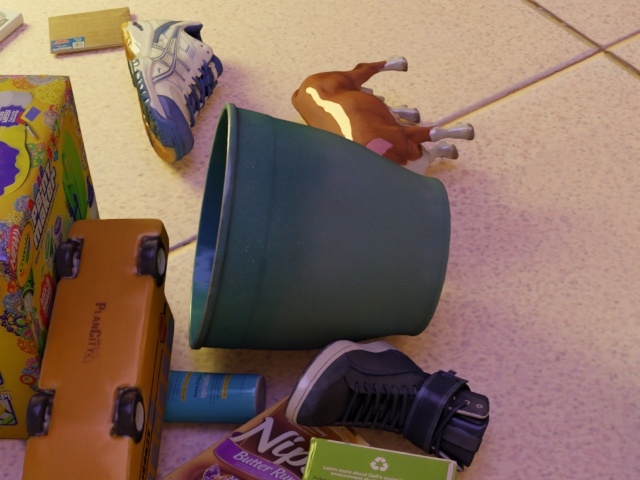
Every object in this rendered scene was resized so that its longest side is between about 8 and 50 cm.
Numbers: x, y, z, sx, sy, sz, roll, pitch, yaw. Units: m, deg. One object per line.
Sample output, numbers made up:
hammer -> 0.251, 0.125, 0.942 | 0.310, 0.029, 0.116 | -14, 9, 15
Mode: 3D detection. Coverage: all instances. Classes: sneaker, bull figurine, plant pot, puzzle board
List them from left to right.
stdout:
puzzle board -> -0.355, -0.323, 1.795 | 0.128, 0.011, 0.096 | -9, 46, -7
sneaker -> -0.196, -0.227, 1.619 | 0.131, 0.112, 0.296 | -11, 46, -9
plant pot -> 0.000, 0.000, 1.286 | 0.255, 0.271, 0.271 | 8, 43, -10
bull figurine -> 0.079, -0.132, 1.521 | 0.188, 0.101, 0.310 | -16, 48, -20
sneaker -> 0.078, 0.171, 1.165 | 0.163, 0.086, 0.226 | 32, 19, 26

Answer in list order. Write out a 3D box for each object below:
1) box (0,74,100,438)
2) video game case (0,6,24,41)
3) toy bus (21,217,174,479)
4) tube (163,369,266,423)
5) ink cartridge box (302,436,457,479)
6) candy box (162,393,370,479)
box -> -0.361, 0.016, 1.255 | 0.177, 0.279, 0.290 | 1, 45, 3
video game case -> -0.584, -0.316, 1.787 | 0.173, 0.022, 0.190 | 18, 48, 20
toy bus -> -0.217, 0.140, 1.182 | 0.108, 0.130, 0.332 | -2, 55, 7
tube -> -0.164, 0.169, 1.261 | 0.207, 0.052, 0.080 | 0, 37, 10
ink cartridge box -> 0.108, 0.286, 1.028 | 0.255, 0.188, 0.097 | 7, 43, 7
candy box -> -0.053, 0.238, 1.179 | 0.187, 0.053, 0.109 | -30, 50, -28
